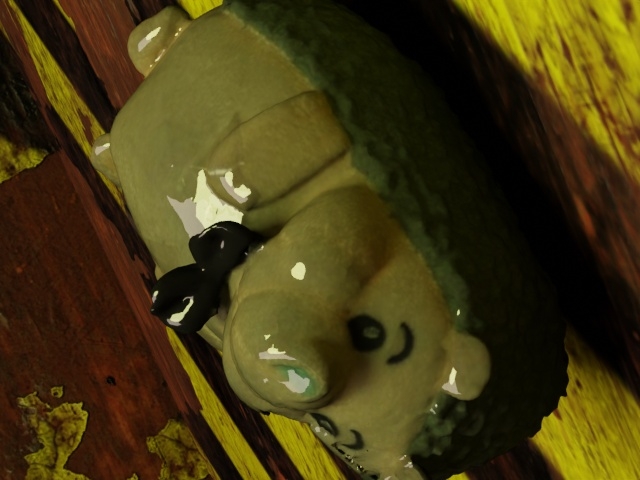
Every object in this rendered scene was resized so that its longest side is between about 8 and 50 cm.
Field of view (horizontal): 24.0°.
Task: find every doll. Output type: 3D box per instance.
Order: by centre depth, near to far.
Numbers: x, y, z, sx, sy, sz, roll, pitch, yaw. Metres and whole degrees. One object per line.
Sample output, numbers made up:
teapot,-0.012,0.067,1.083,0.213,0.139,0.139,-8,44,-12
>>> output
doll,0.000,0.000,0.947,0.349,0.247,0.247,48,159,23
